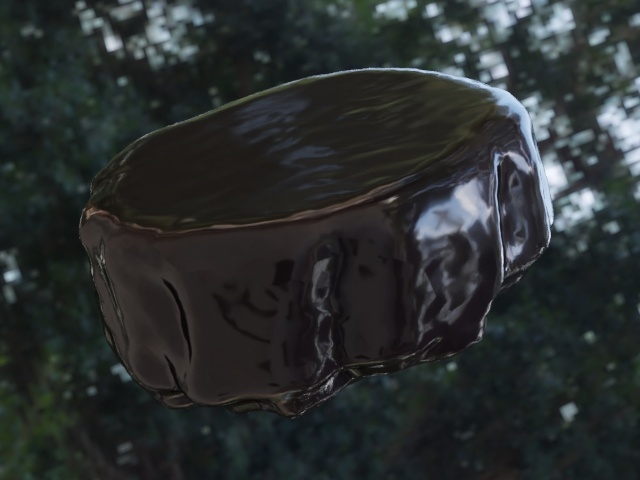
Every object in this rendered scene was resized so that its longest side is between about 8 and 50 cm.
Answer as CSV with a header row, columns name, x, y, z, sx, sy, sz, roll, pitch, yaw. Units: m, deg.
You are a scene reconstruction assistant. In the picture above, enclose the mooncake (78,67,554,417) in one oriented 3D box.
name,x,y,z,sx,sy,sz,roll,pitch,yaw
mooncake,0.000,0.000,1.166,0.283,0.283,0.141,13,-53,52
